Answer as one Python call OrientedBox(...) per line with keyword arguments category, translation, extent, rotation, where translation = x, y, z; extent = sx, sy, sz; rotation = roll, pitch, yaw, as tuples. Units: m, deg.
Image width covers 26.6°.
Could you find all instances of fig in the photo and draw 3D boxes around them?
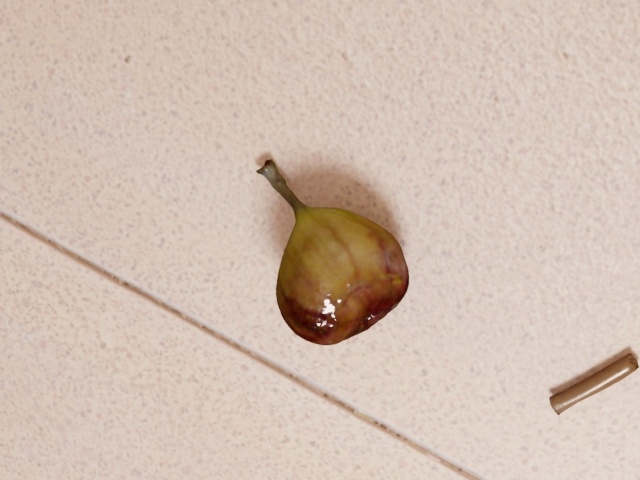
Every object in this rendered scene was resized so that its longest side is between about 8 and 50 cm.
OrientedBox(category="fig", translation=(0.005, 0.005, 1.575), extent=(0.160, 0.143, 0.231), rotation=(-23, 96, -11))

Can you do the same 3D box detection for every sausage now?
OrientedBox(category="sausage", translation=(0.326, 0.170, 1.611), extent=(0.116, 0.026, 0.026), rotation=(-34, 98, 22))
